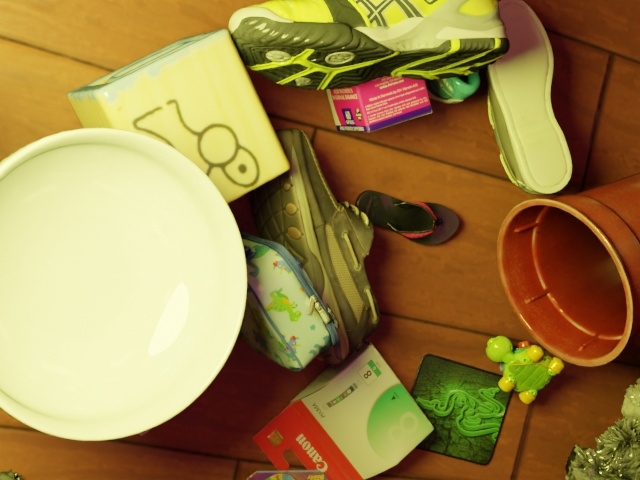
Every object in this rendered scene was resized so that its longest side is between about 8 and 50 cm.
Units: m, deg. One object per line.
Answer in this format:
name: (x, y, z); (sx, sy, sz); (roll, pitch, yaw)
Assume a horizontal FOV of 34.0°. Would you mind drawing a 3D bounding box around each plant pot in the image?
plant pot: (0.469, 0.021, 1.649); (0.265, 0.272, 0.272); (-23, 105, -28)

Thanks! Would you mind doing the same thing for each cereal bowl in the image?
cereal bowl: (-0.259, 0.045, 1.181); (0.339, 0.141, 0.339); (-2, 94, -28)

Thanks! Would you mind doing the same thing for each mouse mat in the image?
mouse mat: (0.220, 0.275, 1.692); (0.190, 0.007, 0.152); (18, 88, -26)

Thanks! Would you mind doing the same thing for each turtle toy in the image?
turtle toy: (0.324, 0.199, 1.696); (0.130, 0.066, 0.095); (31, 109, -25)

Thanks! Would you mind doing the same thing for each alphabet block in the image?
alphabet block: (-0.185, -0.142, 1.354); (0.192, 0.193, 0.197); (-29, 107, -17)

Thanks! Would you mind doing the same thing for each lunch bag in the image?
lunch bag: (-0.074, 0.075, 1.415); (0.090, 0.219, 0.176); (-37, 109, -17)

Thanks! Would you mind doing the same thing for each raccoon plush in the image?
raccoon plush: (0.609, 0.384, 1.664); (0.216, 0.446, 0.299); (30, 104, -41)

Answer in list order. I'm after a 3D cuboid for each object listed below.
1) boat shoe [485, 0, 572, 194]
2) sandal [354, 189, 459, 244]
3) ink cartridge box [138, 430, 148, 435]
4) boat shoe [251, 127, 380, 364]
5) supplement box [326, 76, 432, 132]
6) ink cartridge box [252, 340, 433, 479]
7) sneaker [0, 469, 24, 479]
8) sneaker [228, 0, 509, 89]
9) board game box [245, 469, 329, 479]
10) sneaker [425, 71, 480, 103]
boat shoe: (0.308, -0.219, 1.624); (0.109, 0.091, 0.305); (-13, 91, -13)
sandal: (0.137, -0.033, 1.597); (0.179, 0.040, 0.067); (13, 91, -25)
ink cartridge box: (-0.298, 0.124, 1.343); (0.100, 0.172, 0.237); (-48, 113, -15)
boat shoe: (0.000, 0.000, 1.505); (0.130, 0.132, 0.355); (-25, 115, -30)
supplement box: (0.065, -0.274, 1.497); (0.114, 0.111, 0.220); (-19, 103, -20)
ink cartridge box: (0.038, 0.289, 1.583); (0.225, 0.056, 0.181); (-42, 110, -15)
sneaker: (-0.386, 0.417, 1.391); (0.106, 0.078, 0.234); (-33, 111, -20)
sneaker: (0.059, -0.291, 1.376); (0.385, 0.145, 0.147); (-5, 78, -24)
board game box: (-0.051, 0.410, 1.557); (0.169, 0.033, 0.133); (4, 100, -20)
sneaker: (0.206, -0.342, 1.555); (0.107, 0.110, 0.275); (-5, 98, -24)
